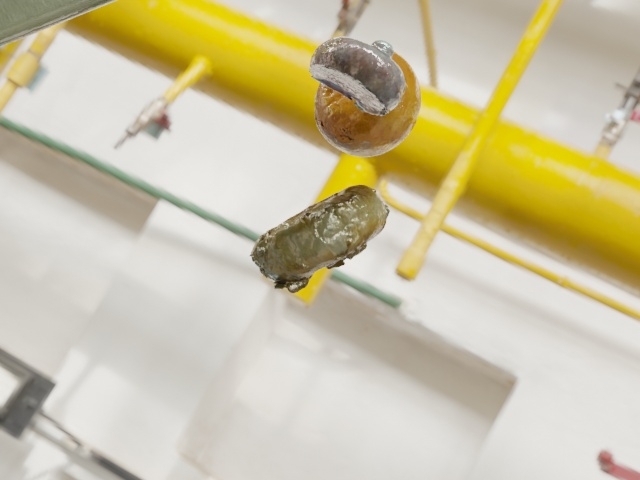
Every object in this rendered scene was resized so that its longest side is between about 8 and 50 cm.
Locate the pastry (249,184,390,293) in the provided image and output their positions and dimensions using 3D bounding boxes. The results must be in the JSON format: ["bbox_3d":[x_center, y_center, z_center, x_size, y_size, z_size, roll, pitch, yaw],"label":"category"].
[{"bbox_3d":[0.005,-0.003,1.855,0.120,0.257,0.236,62,-14,-1],"label":"pastry"}]

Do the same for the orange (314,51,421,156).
[{"bbox_3d":[0.093,-0.271,2.120,0.219,0.219,0.193,18,-18,46],"label":"orange"}]

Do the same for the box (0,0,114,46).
[{"bbox_3d":[-0.398,-0.409,1.494,0.352,0.344,0.177,24,-42,46],"label":"box"}]

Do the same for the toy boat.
[{"bbox_3d":[0.065,-0.269,1.701,0.155,0.085,0.227,34,-3,-9],"label":"toy boat"}]
